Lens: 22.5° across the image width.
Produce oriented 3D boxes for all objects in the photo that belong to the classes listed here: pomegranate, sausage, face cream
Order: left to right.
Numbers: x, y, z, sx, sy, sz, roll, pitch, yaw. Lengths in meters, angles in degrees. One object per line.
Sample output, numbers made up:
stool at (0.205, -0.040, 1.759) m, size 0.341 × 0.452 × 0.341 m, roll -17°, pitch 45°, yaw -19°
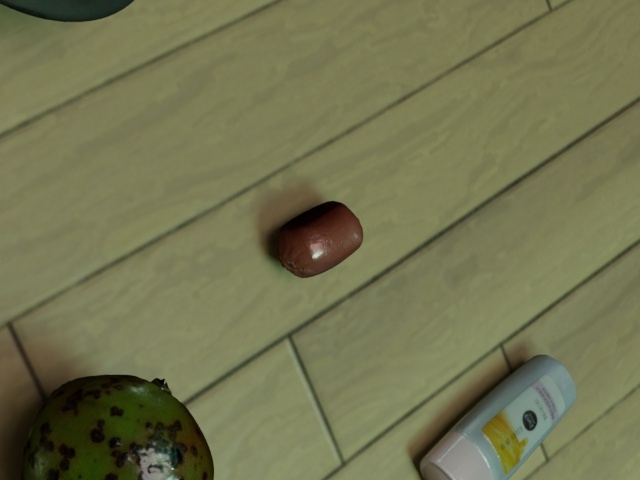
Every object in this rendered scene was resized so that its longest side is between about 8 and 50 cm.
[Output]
pomegranate at (-0.177, 0.202, 1.308) m, size 0.159 × 0.159 × 0.205 m, roll 24°, pitch 96°, yaw -35°
sausage at (0.000, 0.000, 1.515) m, size 0.094 × 0.059 × 0.054 m, roll -31°, pitch 111°, yaw -39°
face cream at (0.184, 0.197, 1.646) m, size 0.198 × 0.057 × 0.084 m, roll -40°, pitch 110°, yaw -34°

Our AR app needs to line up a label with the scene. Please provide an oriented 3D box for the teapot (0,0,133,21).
teapot at (-0.223, -0.354, 1.318) m, size 0.223 × 0.305 × 0.285 m, roll 80°, pitch 31°, yaw -52°
